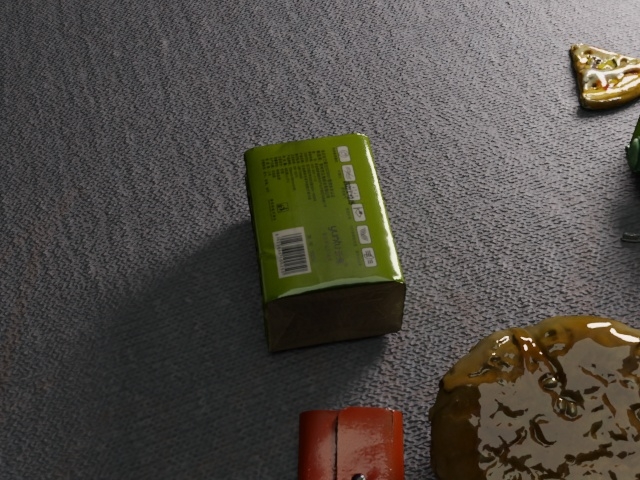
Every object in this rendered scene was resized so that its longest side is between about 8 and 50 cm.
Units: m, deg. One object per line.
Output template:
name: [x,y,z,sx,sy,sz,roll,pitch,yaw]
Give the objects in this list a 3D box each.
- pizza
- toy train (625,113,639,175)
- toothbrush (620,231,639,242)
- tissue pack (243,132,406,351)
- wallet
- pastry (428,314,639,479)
pizza: [0.533,-0.321,1.413,0.185,0.036,0.176,-17,56,-9]
toy train: [0.629,-0.150,1.220,0.272,0.159,0.188,4,49,6]
toothbrush: [0.558,0.006,1.198,0.167,0.014,0.011,9,48,9]
tissue pack: [0.000,0.000,1.140,0.200,0.167,0.274,-8,54,-4]
wallet: [0.040,0.318,0.990,0.142,0.045,0.204,0,56,3]
pastry: [0.287,0.241,0.945,0.316,0.184,0.284,-25,66,-1]
